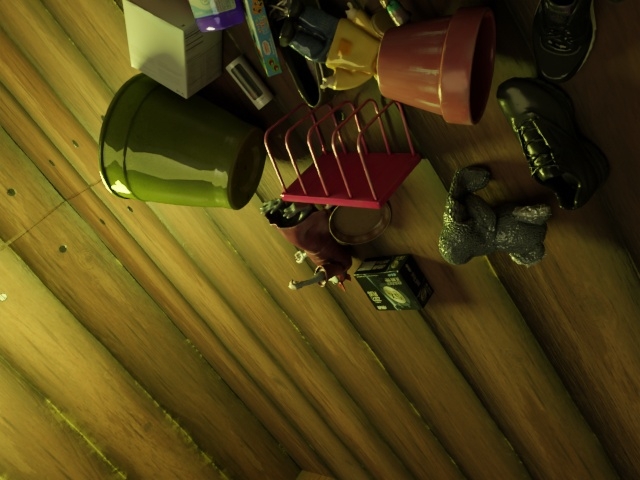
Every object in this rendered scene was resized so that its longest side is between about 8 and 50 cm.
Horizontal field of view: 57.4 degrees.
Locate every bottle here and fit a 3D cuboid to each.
[{"bbox_3d":[-0.249,-0.592,1.234,0.118,0.092,0.283,13,127,45],"label":"bottle"}]

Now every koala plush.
[{"bbox_3d":[0.385,-0.026,1.275,0.221,0.203,0.196,11,137,20],"label":"koala plush"}]

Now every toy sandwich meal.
[{"bbox_3d":[0.136,-0.418,1.156,0.085,0.085,0.029,38,154,5],"label":"toy sandwich meal"}]

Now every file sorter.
[{"bbox_3d":[0.045,-0.214,1.363,0.291,0.202,0.182,8,132,39],"label":"file sorter"}]

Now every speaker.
[{"bbox_3d":[-0.179,-0.404,1.498,0.136,0.055,0.055,51,145,-14],"label":"speaker"}]

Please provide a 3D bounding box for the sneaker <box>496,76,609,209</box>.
[{"bbox_3d":[0.428,-0.180,1.095,0.286,0.130,0.109,47,147,-7],"label":"sneaker"}]

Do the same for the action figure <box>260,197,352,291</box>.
[{"bbox_3d":[0.000,0.000,1.722,0.276,0.248,0.370,-36,121,12],"label":"action figure"}]

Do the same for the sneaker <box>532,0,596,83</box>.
[{"bbox_3d":[0.382,-0.368,0.932,0.107,0.124,0.283,22,142,27],"label":"sneaker"}]

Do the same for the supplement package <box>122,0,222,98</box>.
[{"bbox_3d":[-0.366,-0.511,1.472,0.194,0.149,0.203,32,145,13],"label":"supplement package"}]

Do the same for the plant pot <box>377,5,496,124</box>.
[{"bbox_3d":[0.209,-0.320,1.066,0.180,0.201,0.201,11,137,24],"label":"plant pot"}]

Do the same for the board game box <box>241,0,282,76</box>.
[{"bbox_3d":[-0.143,-0.494,1.296,0.160,0.039,0.211,-114,7,-51],"label":"board game box"}]

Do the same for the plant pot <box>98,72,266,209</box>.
[{"bbox_3d":[-0.354,-0.242,1.625,0.353,0.366,0.366,18,141,13],"label":"plant pot"}]

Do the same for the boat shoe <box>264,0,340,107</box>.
[{"bbox_3d":[-0.049,-0.451,1.282,0.112,0.095,0.335,0,129,44],"label":"boat shoe"}]

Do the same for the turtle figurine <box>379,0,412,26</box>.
[{"bbox_3d":[0.099,-0.510,1.066,0.234,0.118,0.175,42,146,-12],"label":"turtle figurine"}]

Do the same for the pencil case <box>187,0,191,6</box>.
[{"bbox_3d":[-0.310,-0.647,1.316,0.104,0.104,0.236,-3,126,46],"label":"pencil case"}]

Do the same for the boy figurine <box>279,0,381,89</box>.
[{"bbox_3d":[0.059,-0.388,1.202,0.285,0.177,0.092,25,-173,-2],"label":"boy figurine"}]

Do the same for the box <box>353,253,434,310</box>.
[{"bbox_3d":[0.209,0.124,1.689,0.180,0.077,0.147,-8,123,48],"label":"box"}]

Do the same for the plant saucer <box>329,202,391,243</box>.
[{"bbox_3d":[0.103,-0.061,1.557,0.168,0.029,0.168,-6,132,-7],"label":"plant saucer"}]
